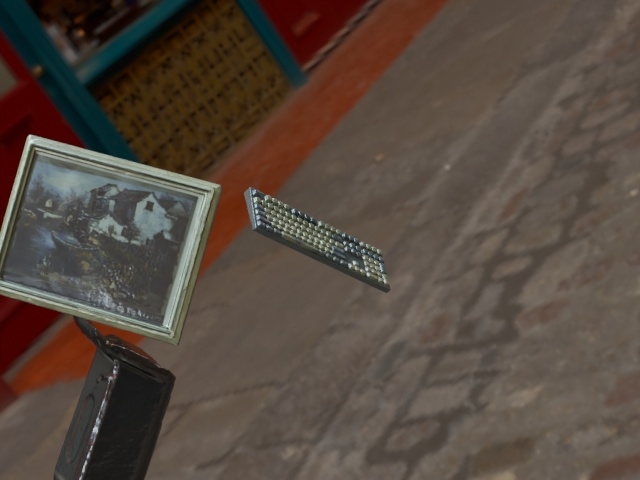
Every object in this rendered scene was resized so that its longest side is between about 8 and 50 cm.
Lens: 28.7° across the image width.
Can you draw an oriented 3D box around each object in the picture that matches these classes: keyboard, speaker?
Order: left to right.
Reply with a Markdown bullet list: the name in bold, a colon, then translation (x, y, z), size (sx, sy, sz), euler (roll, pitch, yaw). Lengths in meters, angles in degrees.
- **speaker**: translation (-0.418, 0.348, 2.350), size (0.180, 0.184, 0.388), euler (21, 94, 59)
- **keyboard**: translation (-0.001, 0.001, 1.227), size (0.014, 0.176, 0.055), euler (-42, 40, 29)

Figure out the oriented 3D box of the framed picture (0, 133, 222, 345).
- **framed picture**: translation (-0.303, -0.003, 1.729), size (0.019, 0.296, 0.232), euler (25, -100, -81)
